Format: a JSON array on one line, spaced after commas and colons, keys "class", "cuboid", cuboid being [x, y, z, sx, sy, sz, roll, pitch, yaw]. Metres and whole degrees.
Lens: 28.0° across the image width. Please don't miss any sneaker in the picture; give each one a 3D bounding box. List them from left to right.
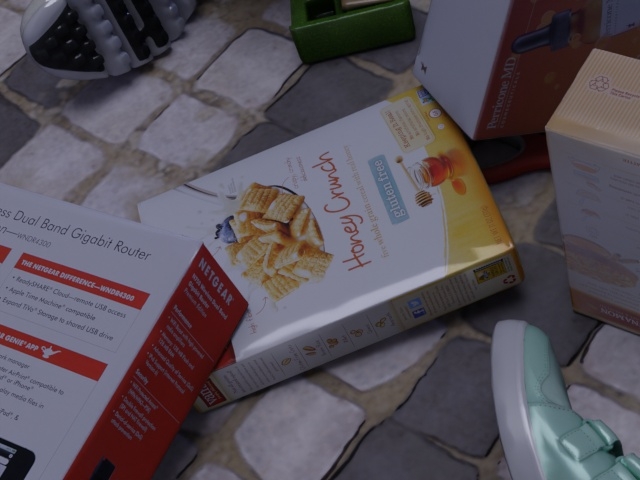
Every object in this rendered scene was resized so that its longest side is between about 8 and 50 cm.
[{"class": "sneaker", "cuboid": [-0.159, -0.241, 1.116, 0.118, 0.110, 0.292, 16, 50, 36]}, {"class": "sneaker", "cuboid": [0.187, 0.142, 0.700, 0.151, 0.094, 0.256, -20, 59, 8]}]

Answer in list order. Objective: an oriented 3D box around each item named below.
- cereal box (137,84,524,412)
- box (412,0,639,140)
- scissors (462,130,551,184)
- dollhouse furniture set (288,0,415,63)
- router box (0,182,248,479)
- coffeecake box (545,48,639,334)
[{"class": "cereal box", "cuboid": [0.000, 0.000, 0.891, 0.240, 0.047, 0.173, -23, 50, 4]}, {"class": "box", "cuboid": [0.167, -0.153, 0.883, 0.170, 0.130, 0.091, -10, 42, -25]}, {"class": "scissors", "cuboid": [0.219, -0.066, 0.908, 0.297, 0.021, 0.109, 11, 56, 25]}, {"class": "dollhouse furniture set", "cuboid": [0.101, -0.291, 1.008, 0.301, 0.197, 0.151, -12, 48, 7]}, {"class": "router box", "cuboid": [-0.261, 0.104, 0.841, 0.335, 0.082, 0.301, 16, 64, 31]}, {"class": "coffeecake box", "cuboid": [0.218, -0.010, 0.755, 0.142, 0.185, 0.068, 20, 62, 29]}]
